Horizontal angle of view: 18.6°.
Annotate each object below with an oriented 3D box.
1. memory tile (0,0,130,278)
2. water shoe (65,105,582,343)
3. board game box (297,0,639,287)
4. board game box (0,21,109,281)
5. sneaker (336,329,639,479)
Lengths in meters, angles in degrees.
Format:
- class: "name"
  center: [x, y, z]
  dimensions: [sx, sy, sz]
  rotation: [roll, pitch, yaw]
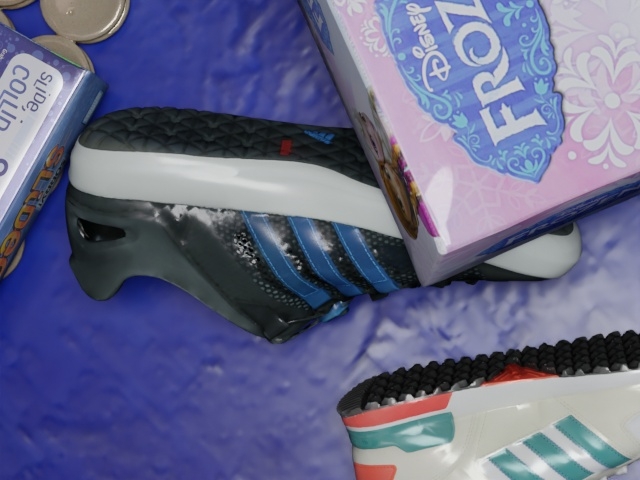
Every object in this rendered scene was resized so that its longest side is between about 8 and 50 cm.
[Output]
- class: "memory tile"
  center: [-0.152, -0.065, 0.819]
  dimensions: [0.113, 0.012, 0.148]
  rotation: [23, 87, 9]
- class: "water shoe"
  center: [0.000, 0.000, 0.774]
  dimensions: [0.203, 0.073, 0.080]
  rotation: [11, 115, 7]
- class: "board game box"
  center: [0.120, -0.189, 0.731]
  dimensions: [0.318, 0.066, 0.319]
  rotation: [-23, 80, -8]
- class: "board game box"
  center: [-0.194, -0.010, 0.794]
  dimensions: [0.136, 0.035, 0.201]
  rotation: [30, 89, 10]
- class: "sneaker"
  center: [0.090, 0.082, 0.756]
  dimensions: [0.161, 0.057, 0.075]
  rotation: [-8, 100, 6]
